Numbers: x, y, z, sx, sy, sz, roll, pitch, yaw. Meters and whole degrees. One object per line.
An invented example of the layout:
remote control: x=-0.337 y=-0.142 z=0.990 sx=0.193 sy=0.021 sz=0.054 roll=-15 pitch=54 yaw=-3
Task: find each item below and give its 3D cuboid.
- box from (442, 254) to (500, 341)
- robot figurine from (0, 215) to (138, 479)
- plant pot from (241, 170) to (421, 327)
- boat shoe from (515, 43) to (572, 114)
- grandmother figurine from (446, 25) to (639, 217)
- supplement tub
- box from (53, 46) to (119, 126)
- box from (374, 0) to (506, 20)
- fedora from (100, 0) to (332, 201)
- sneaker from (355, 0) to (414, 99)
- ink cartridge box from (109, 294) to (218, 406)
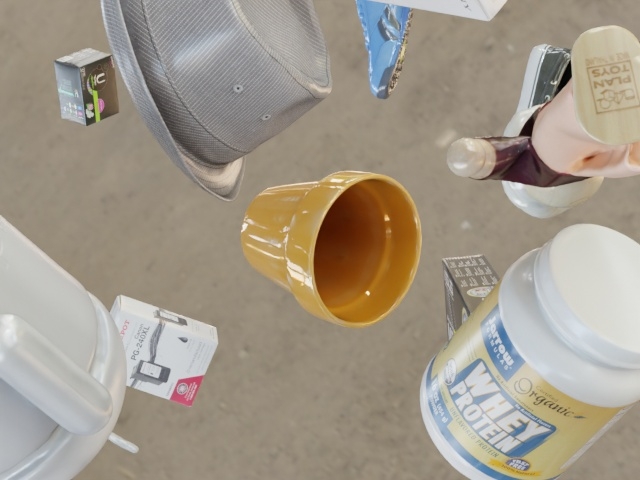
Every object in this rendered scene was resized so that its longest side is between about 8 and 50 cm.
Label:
box: x=0.200 y=0.153 z=1.785 sx=0.060 sy=0.216 sz=0.270 roll=-6 pitch=14 yaw=-1
robot figurine: x=-0.290 y=0.080 z=1.156 sx=0.300 sy=0.353 sz=0.200 roll=18 pitch=69 yaw=43
plant pot: x=0.000 y=0.000 z=1.977 sx=0.188 sy=0.205 sz=0.205 roll=13 pitch=69 yaw=46
boat shoe: x=0.197 y=-0.106 z=1.282 sx=0.040 sy=0.049 sz=0.142 roll=4 pitch=77 yaw=33
grandmother figurine: x=0.191 y=-0.075 z=1.054 sx=0.208 sy=0.342 sz=0.104 roll=-5 pitch=83 yaw=-2
supplement tub: x=0.182 y=0.095 z=1.164 sx=0.200 sy=0.144 sz=0.144 roll=124 pitch=155 yaw=-43
box: x=-0.305 y=-0.201 z=1.912 sx=0.052 sy=0.083 sz=0.062 roll=18 pitch=35 yaw=36
box: x=0.015 y=-0.326 z=1.397 sx=0.322 sy=0.232 sz=0.058 roll=18 pitch=65 yaw=47
fedora: x=-0.071 y=-0.169 z=1.241 sx=0.124 sy=0.275 sz=0.244 roll=-14 pitch=54 yaw=19
sneaker: x=0.075 y=-0.279 z=1.861 sx=0.082 sy=0.069 sz=0.209 roll=10 pitch=75 yaw=4
ink cartridge box: x=-0.235 y=0.156 z=2.065 sx=0.063 sy=0.150 sz=0.109 roll=-110 pitch=42 yaw=-69
